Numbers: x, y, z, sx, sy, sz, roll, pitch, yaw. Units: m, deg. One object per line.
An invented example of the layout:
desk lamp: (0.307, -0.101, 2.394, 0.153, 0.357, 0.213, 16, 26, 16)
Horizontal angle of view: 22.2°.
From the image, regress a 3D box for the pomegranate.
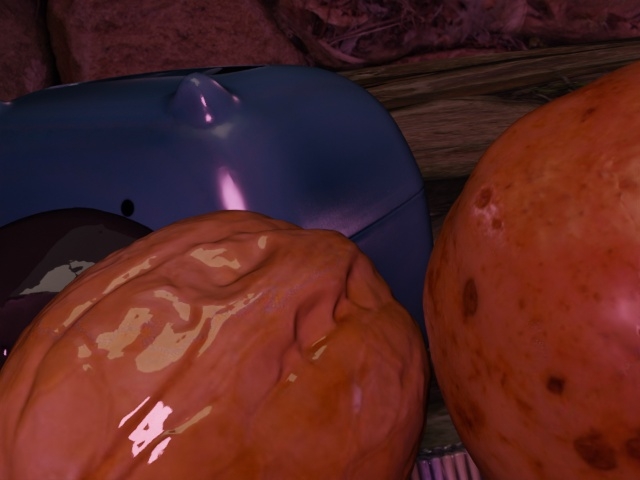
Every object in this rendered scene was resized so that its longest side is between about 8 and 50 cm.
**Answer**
pomegranate: (0.147, 0.019, 0.632, 0.215, 0.215, 0.215, -9, 11, 2)

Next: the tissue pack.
tissue pack: (-0.085, -0.007, 0.960, 0.287, 0.206, 0.198, 2, 21, 40)

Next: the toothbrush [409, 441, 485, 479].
toothbrush: (-0.099, 0.133, 0.748, 0.375, 0.037, 0.028, -10, 8, 9)

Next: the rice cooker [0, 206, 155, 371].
rice cooker: (-0.144, 0.067, 0.800, 0.203, 0.142, 0.118, -26, 18, 32)

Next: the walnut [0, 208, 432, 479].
walnut: (-0.043, 0.072, 0.655, 0.159, 0.159, 0.207, 0, 31, 38)
